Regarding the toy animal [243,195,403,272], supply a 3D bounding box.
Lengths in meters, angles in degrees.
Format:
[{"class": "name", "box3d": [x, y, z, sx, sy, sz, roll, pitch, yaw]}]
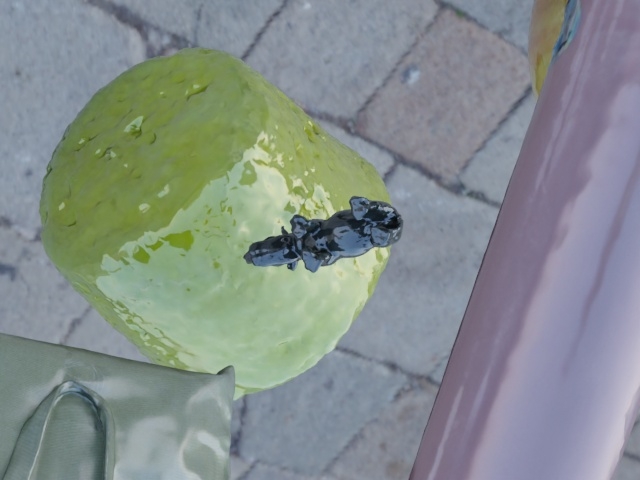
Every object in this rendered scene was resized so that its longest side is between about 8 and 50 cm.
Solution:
[{"class": "toy animal", "box3d": [0.000, 0.000, 0.914, 0.135, 0.047, 0.065, -19, 176, 21]}]

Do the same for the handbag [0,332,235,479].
[{"class": "handbag", "box3d": [-0.212, 0.180, 0.874, 0.315, 0.253, 0.109, 14, 142, -22]}]

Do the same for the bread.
[{"class": "bread", "box3d": [-0.116, -0.028, 1.298, 0.348, 0.348, 0.308, -32, 133, 9]}]

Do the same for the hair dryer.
[{"class": "hair dryer", "box3d": [0.119, -0.037, 0.353, 0.210, 0.125, 0.353, 20, 90, 3]}]

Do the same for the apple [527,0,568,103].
[{"class": "apple", "box3d": [0.290, -0.136, 0.824, 0.286, 0.286, 0.233, -46, 155, 20]}]
